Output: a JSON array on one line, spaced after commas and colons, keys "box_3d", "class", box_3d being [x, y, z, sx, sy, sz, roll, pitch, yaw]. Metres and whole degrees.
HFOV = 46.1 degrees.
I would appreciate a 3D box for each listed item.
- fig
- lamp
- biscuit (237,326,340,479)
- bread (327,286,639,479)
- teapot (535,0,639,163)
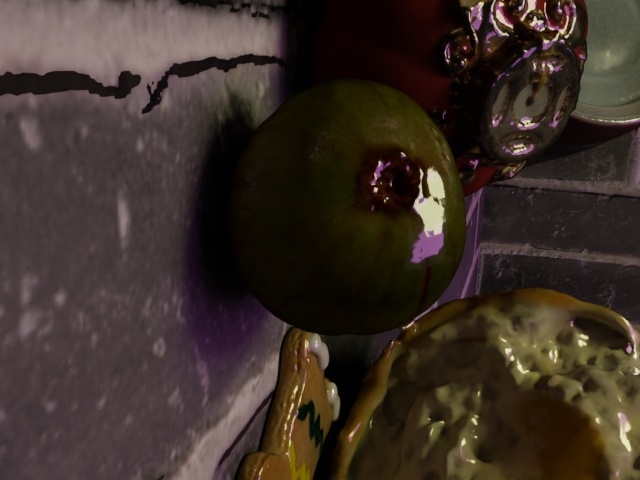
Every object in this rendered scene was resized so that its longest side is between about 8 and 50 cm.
[{"box_3d": [0.000, 0.000, 0.512, 0.259, 0.152, 0.151, 134, -31, -69], "class": "fig"}, {"box_3d": [0.093, -0.141, 0.582, 0.227, 0.227, 0.226, 6, 90, -74], "class": "lamp"}, {"box_3d": [-0.026, 0.193, 0.581, 0.158, 0.035, 0.240, 72, 28, -51], "class": "biscuit"}, {"box_3d": [0.133, 0.232, 0.760, 0.361, 0.250, 0.394, -59, 173, -10], "class": "bread"}, {"box_3d": [0.197, -0.161, 0.833, 0.315, 0.233, 0.312, -46, -178, -17], "class": "teapot"}]
